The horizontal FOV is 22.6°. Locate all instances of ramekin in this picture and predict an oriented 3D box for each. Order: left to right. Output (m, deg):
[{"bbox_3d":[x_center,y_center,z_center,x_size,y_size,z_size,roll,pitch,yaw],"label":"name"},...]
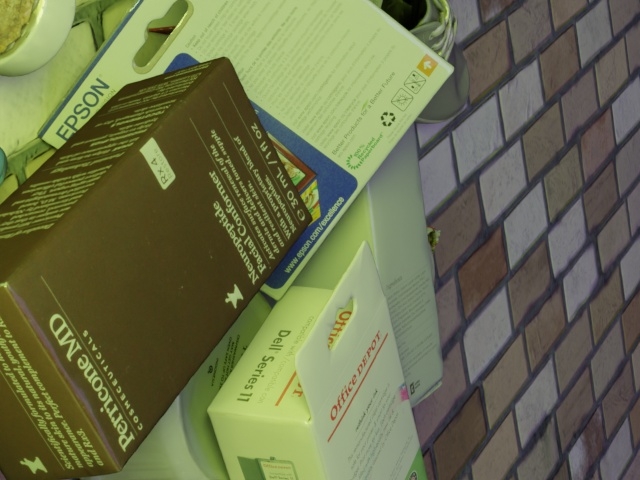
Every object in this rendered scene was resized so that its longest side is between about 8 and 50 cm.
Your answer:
[{"bbox_3d":[-0.141,0.145,1.643,0.273,0.127,0.273,1,89,-61],"label":"ramekin"}]

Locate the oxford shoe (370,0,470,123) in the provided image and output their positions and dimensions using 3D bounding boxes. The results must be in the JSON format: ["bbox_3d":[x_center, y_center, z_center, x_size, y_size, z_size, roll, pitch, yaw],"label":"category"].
[{"bbox_3d":[0.121,-0.275,2.129,0.449,0.130,0.169,39,55,-57],"label":"oxford shoe"}]

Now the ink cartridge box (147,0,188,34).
[{"bbox_3d":[-0.110,-0.249,1.727,0.135,0.099,0.056,-2,91,-63],"label":"ink cartridge box"}]

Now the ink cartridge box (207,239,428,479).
[{"bbox_3d":[-0.001,0.190,1.638,0.207,0.119,0.353,-57,143,-46],"label":"ink cartridge box"}]

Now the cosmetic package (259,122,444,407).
[{"bbox_3d":[0.000,0.000,1.816,0.156,0.217,0.385,-29,118,-60],"label":"cosmetic package"}]

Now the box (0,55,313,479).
[{"bbox_3d":[-0.172,0.015,1.393,0.191,0.143,0.381,62,39,-23],"label":"box"}]

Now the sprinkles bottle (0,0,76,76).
[{"bbox_3d":[-0.345,-0.225,1.270,0.355,0.121,0.121,15,77,-60],"label":"sprinkles bottle"}]

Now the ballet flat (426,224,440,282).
[{"bbox_3d":[0.111,0.079,2.163,0.091,0.077,0.241,36,59,-57],"label":"ballet flat"}]

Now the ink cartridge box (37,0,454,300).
[{"bbox_3d":[-0.073,-0.144,1.601,0.307,0.072,0.303,36,95,-20],"label":"ink cartridge box"}]

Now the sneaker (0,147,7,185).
[{"bbox_3d":[-0.322,-0.053,1.385,0.144,0.053,0.059,-55,134,-48],"label":"sneaker"}]
